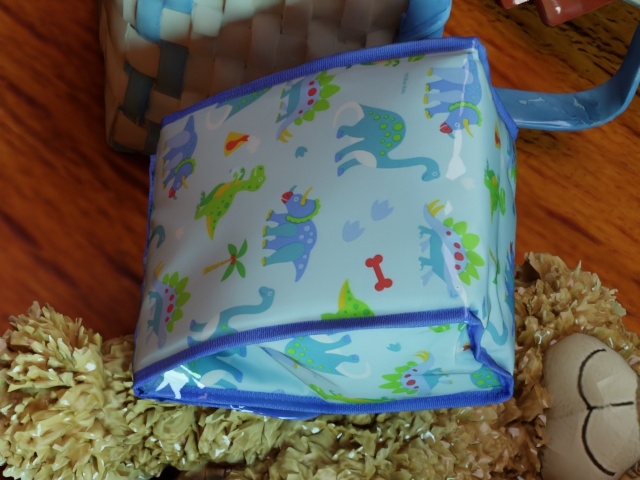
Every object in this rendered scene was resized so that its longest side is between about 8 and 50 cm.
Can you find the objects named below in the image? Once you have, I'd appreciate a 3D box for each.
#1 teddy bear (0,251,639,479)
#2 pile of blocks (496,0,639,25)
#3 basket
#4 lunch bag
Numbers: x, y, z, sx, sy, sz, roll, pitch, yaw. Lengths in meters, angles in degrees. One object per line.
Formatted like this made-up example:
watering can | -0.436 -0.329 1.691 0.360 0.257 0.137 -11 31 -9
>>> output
teddy bear | 0.019 0.091 0.787 0.338 0.113 0.245 10 54 -18
pile of blocks | 0.180 -0.164 1.053 0.362 0.112 0.149 27 8 23
basket | 0.041 -0.136 0.873 0.289 0.255 0.201 7 59 -8
lunch bag | 0.000 0.000 0.730 0.151 0.096 0.129 -6 59 16
